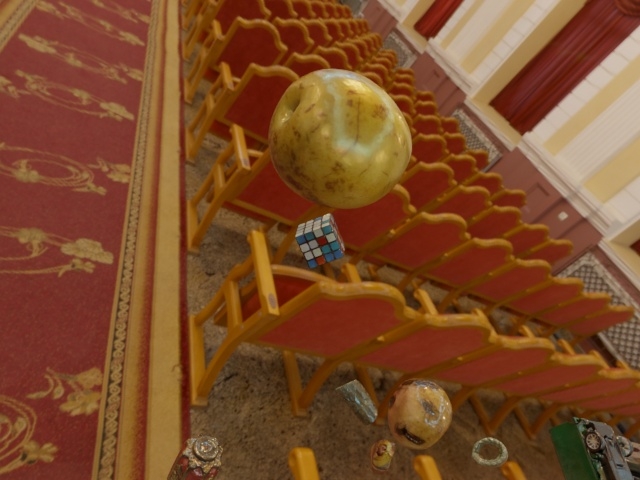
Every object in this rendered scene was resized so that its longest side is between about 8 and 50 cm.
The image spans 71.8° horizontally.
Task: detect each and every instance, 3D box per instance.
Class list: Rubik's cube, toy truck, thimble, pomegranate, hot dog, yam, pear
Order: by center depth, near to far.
[{"bbox_3d":[0.373,0.314,0.580,0.065,0.079,0.147,16,44,-17],"label":"toy truck"},{"bbox_3d":[0.037,-0.191,0.868,0.280,0.281,0.281,30,30,-20],"label":"pear"},{"bbox_3d":[0.536,0.677,1.406,0.062,0.110,0.084,47,24,-49],"label":"thimble"},{"bbox_3d":[0.150,0.637,1.762,0.183,0.107,0.107,54,30,5],"label":"yam"},{"bbox_3d":[0.000,0.000,1.794,0.155,0.154,0.151,-87,154,-69],"label":"Rubik's cube"},{"bbox_3d":[0.250,0.898,1.842,0.093,0.261,0.123,13,48,11],"label":"hot dog"},{"bbox_3d":[0.453,0.798,2.042,0.322,0.322,0.322,30,30,-20],"label":"pomegranate"}]

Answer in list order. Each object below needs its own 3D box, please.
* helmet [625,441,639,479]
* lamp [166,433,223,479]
[{"bbox_3d":[0.525,0.460,0.690,0.177,0.225,0.305,-3,61,-60],"label":"helmet"},{"bbox_3d":[-0.471,0.854,1.647,0.177,0.274,0.177,26,23,-12],"label":"lamp"}]
